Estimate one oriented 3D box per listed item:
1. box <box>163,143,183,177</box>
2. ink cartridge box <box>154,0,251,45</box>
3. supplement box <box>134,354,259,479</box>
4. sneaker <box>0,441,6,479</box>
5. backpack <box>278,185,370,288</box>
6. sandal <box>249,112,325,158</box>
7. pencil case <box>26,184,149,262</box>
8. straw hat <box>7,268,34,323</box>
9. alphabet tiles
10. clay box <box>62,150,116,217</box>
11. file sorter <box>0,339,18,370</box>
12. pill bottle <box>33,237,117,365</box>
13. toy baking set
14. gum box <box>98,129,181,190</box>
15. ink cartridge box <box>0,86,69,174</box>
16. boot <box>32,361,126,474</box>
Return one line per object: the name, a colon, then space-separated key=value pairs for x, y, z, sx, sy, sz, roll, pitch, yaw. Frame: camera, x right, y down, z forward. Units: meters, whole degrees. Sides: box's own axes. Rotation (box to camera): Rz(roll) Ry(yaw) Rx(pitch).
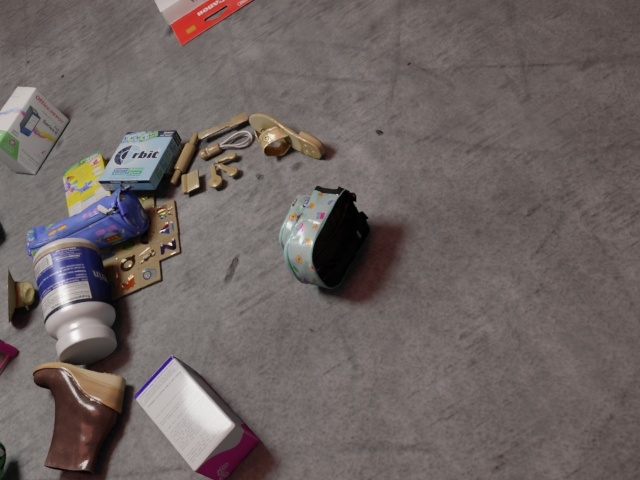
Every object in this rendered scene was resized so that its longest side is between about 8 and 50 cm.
box: x=-0.444 y=-0.216 z=1.760 sx=0.137 sy=0.027 sz=0.094 roll=5 pitch=62 yaw=26
ink cartridge box: x=-0.367 y=-0.777 z=2.063 sx=0.296 sy=0.066 sz=0.261 roll=-32 pitch=51 yaw=2
supplement box: x=-0.239 y=0.342 z=1.261 sx=0.220 sy=0.111 sz=0.114 roll=34 pitch=77 yaw=36
sneaker: x=-0.802 y=0.536 z=1.394 sx=0.343 sy=0.134 sz=0.146 roll=-25 pitch=28 yaw=11
backpack: x=0.000 y=0.000 z=1.341 sx=0.144 sy=0.166 sz=0.188 roll=4 pitch=57 yaw=28
sandal: x=-0.105 y=-0.237 z=1.588 sx=0.240 sy=0.088 sz=0.079 roll=25 pitch=66 yaw=28
pencil case: x=-0.580 y=-0.025 z=1.620 sx=0.306 sy=0.133 sz=0.119 roll=-22 pitch=78 yaw=10
straw hat: x=-0.751 y=0.135 z=1.644 sx=0.061 sy=0.144 sz=0.144 roll=-1 pitch=48 yaw=-25
alphabet tiles: x=-0.509 y=0.026 z=1.645 sx=0.342 sy=0.011 sz=0.285 roll=-22 pitch=54 yaw=9
clay box: x=-0.621 y=-0.140 z=1.768 sx=0.127 sy=0.053 sz=0.222 roll=-30 pitch=47 yaw=2
file sorter: x=-0.925 y=0.255 z=1.560 sx=0.290 sy=0.202 sz=0.182 roll=18 pitch=69 yaw=31
pill bottle: x=-0.556 y=0.139 z=1.494 sx=0.153 sy=0.153 sz=0.265 roll=-27 pitch=63 yaw=6
toy baking set: x=-0.277 y=-0.222 z=1.694 sx=0.197 sy=0.030 sz=0.256 roll=4 pitch=62 yaw=22
gum box: x=-0.468 y=-0.210 z=1.705 sx=0.157 sy=0.041 sz=0.184 roll=1 pitch=52 yaw=21
ink cartridge box: x=-0.871 y=-0.325 z=1.936 sx=0.093 sy=0.154 sz=0.212 roll=8 pitch=63 yaw=28
boot: x=-0.545 y=0.372 z=1.387 sx=0.248 sy=0.090 sz=0.207 roll=4 pitch=59 yaw=21
